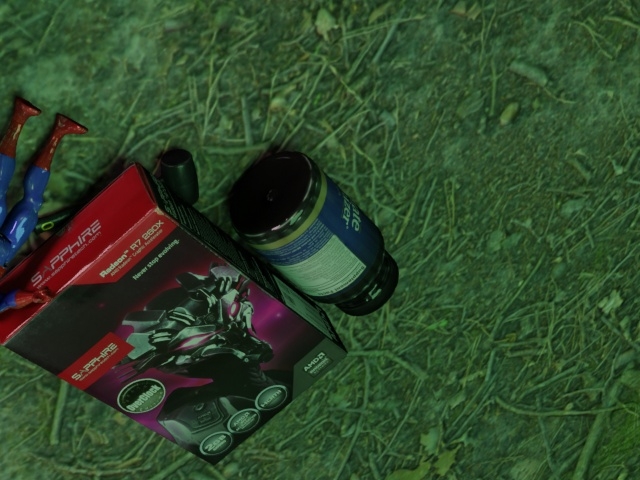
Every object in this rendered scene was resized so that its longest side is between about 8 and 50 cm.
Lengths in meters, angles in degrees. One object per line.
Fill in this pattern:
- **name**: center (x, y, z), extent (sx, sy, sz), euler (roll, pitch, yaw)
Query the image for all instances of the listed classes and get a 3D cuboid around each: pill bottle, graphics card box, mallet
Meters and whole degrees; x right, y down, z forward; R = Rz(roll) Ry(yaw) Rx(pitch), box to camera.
- **pill bottle**: center (0.000, 0.000, 1.393), extent (0.123, 0.123, 0.219), euler (-47, 132, 0)
- **graphics card box**: center (-0.164, 0.099, 1.345), extent (0.233, 0.094, 0.371), euler (-40, 134, 8)
- **mallet**: center (-0.222, -0.038, 1.288), extent (0.190, 0.039, 0.062), euler (-26, 131, -12)

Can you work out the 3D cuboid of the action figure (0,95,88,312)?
- **action figure**: center (-0.309, 0.011, 1.163), extent (0.091, 0.139, 0.280), euler (21, 98, -43)
